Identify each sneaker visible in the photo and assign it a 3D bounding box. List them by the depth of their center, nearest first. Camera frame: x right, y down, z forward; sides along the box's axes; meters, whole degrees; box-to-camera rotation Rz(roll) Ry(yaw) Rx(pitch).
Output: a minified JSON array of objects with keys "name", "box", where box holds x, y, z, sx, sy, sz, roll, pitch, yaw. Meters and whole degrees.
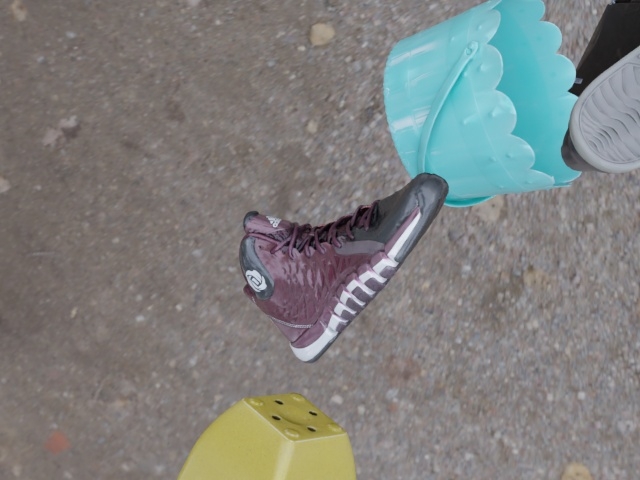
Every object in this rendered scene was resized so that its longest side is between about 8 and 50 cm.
[{"name":"sneaker","box":[0.254,-0.120,0.642,0.222,0.118,0.083,-30,88,5]},{"name":"sneaker","box":[0.000,0.000,1.030,0.162,0.106,0.281,40,124,2]}]

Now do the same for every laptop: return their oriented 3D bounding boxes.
[{"name":"laptop","box":[0.524,-0.303,1.456,0.264,0.234,0.137,-14,105,-6]}]

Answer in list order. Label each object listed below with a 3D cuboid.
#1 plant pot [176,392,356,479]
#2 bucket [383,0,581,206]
[{"name":"plant pot","box":[-0.027,0.137,0.568,0.081,0.081,0.083,34,111,40]},{"name":"bucket","box":[0.224,-0.183,1.323,0.183,0.281,0.281,-13,105,35]}]
